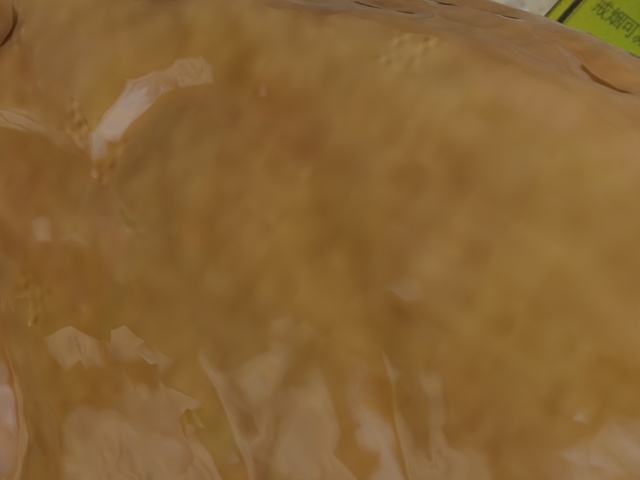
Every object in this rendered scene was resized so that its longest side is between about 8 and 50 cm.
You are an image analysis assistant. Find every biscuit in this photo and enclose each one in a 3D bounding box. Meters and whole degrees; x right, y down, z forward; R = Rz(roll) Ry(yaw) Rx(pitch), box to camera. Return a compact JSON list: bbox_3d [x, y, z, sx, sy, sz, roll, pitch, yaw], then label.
[{"bbox_3d":[-0.047,0.093,0.433,0.455,0.350,0.078,2,-172,39],"label":"biscuit"}]

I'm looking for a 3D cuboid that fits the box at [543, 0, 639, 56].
[{"bbox_3d":[0.229,-0.132,1.018,0.220,0.141,0.064,-46,169,-16],"label":"box"}]
